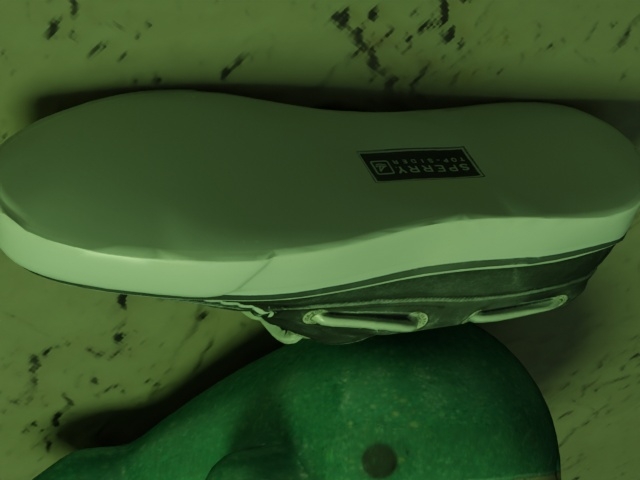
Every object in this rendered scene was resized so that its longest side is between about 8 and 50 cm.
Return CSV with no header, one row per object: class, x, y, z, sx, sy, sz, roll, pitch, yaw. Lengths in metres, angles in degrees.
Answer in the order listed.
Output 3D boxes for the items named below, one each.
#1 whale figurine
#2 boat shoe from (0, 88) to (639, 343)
whale figurine,-0.016,0.106,0.760,0.272,0.141,0.216,-5,172,16
boat shoe,0.000,0.000,0.663,0.301,0.108,0.102,-5,136,-26
